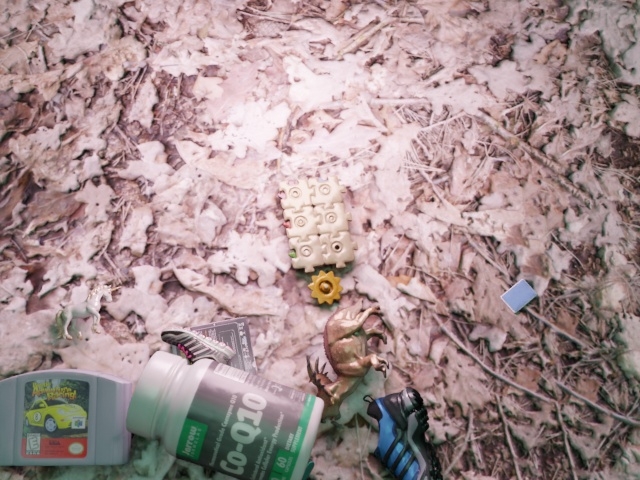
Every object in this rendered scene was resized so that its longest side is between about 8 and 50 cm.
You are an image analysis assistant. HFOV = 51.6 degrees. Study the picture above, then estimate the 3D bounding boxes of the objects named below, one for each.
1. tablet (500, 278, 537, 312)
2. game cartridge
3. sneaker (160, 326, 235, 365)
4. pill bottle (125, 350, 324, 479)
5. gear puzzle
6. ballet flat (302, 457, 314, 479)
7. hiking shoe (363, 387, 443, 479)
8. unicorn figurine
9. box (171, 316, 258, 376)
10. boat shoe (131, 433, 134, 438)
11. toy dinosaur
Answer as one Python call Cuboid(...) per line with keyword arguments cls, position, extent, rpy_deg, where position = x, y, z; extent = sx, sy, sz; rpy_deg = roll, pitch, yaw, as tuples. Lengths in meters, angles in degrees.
Cuboid(cls="tablet", position=(0.499, 0.139, 1.667), extent=(0.083, 0.006, 0.054), rpy_deg=(-35, 74, -18))
Cuboid(cls="game cartridge", position=(-0.545, 0.369, 1.390), extent=(0.293, 0.060, 0.196), rpy_deg=(-2, 79, 3))
Cuboid(cls="sneaker", position=(-0.278, 0.246, 1.458), extent=(0.170, 0.063, 0.075), rpy_deg=(21, 62, -1))
Cuboid(cls="pill bottle", position=(-0.190, 0.362, 1.344), extent=(0.360, 0.204, 0.204), rpy_deg=(18, 67, 2))
Cuboid(cls="gear puzzle", position=(0.000, 0.000, 1.666), extent=(0.175, 0.044, 0.339), rpy_deg=(-8, 71, -10))
Cuboid(cls="ballet flat", position=(-0.083, 0.543, 1.422), extent=(0.070, 0.070, 0.188), rpy_deg=(31, 66, 8))
Cuboid(cls="hiking shoe", position=(0.187, 0.484, 1.457), extent=(0.131, 0.113, 0.304), rpy_deg=(-16, 71, 19))
Cuboid(cls="unicorn figurine", position=(-0.539, 0.166, 1.532), extent=(0.161, 0.060, 0.111), rpy_deg=(-12, 69, -10))
Cuboid(cls="box", position=(-0.235, 0.303, 1.504), extent=(0.182, 0.056, 0.231), rpy_deg=(-11, 69, -8))
Cuboid(cls="boat shoe", position=(-0.435, 0.398, 1.440), extent=(0.228, 0.080, 0.076), rpy_deg=(12, 84, -4))
Cuboid(cls="toy dinosaur", position=(0.051, 0.251, 1.523), extent=(0.200, 0.127, 0.296), rpy_deg=(-7, 58, 9))
